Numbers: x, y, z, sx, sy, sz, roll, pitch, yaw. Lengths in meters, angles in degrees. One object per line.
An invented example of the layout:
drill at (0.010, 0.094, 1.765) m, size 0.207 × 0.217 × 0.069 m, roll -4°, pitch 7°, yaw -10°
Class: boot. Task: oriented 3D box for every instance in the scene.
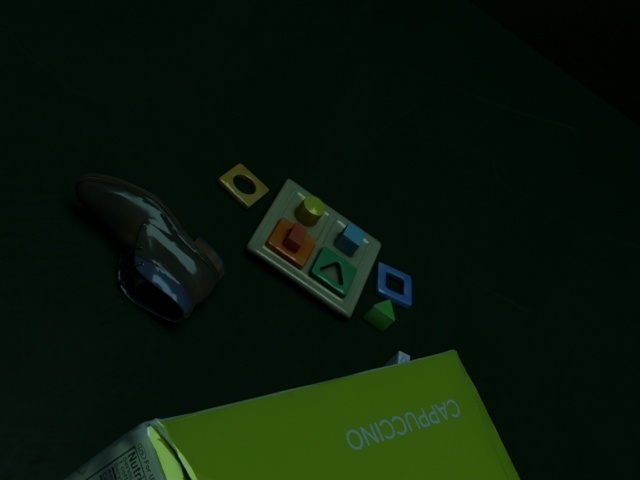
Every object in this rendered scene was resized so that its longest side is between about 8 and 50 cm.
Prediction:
boot at (-0.222, 0.008, 1.070) m, size 0.219 × 0.082 × 0.106 m, roll 36°, pitch 36°, yaw -9°

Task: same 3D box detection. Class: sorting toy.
sorting toy at (0.000, 0.000, 1.285) m, size 0.347 × 0.047 × 0.196 m, roll 35°, pitch 39°, yaw -7°

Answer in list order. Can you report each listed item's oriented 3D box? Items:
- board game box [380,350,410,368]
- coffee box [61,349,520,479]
board game box at (0.081, 0.202, 1.127) m, size 0.020 × 0.090 × 0.090 m, roll 29°, pitch 40°, yaw -14°
coffee box at (-0.026, 0.320, 0.690) m, size 0.337 × 0.334 × 0.338 m, roll -4°, pitch 63°, yaw -46°
